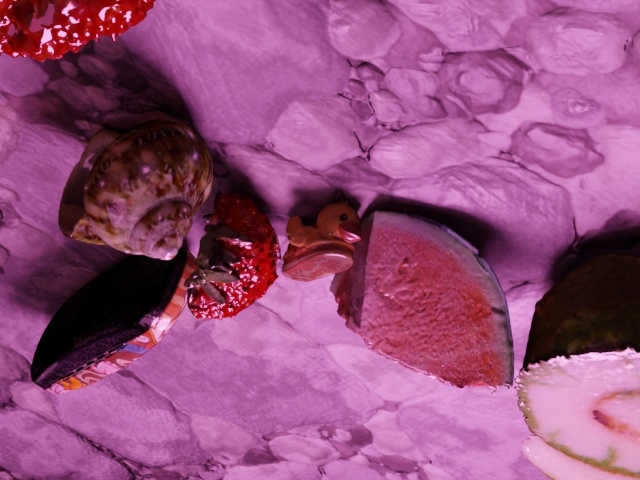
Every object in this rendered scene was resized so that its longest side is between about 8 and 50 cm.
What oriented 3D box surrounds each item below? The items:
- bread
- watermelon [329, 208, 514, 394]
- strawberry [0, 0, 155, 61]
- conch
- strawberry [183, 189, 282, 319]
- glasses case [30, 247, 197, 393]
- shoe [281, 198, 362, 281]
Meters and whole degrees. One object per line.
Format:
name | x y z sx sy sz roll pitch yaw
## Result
bread | 0.364 0.162 1.592 0.366 0.129 0.382 33 144 -24
watermelon | 0.123 0.048 1.577 0.231 0.128 0.146 23 112 12
strawberry | -0.249 -0.249 1.225 0.261 0.261 0.258 21 145 -3
conch | -0.188 -0.045 1.526 0.124 0.181 0.187 38 115 -16
strawberry | -0.089 0.026 1.611 0.085 0.140 0.192 11 135 8
glasses case | -0.252 0.097 1.790 0.082 0.122 0.321 36 142 -21
shoe | -0.004 0.000 1.591 0.072 0.069 0.109 12 151 -17
